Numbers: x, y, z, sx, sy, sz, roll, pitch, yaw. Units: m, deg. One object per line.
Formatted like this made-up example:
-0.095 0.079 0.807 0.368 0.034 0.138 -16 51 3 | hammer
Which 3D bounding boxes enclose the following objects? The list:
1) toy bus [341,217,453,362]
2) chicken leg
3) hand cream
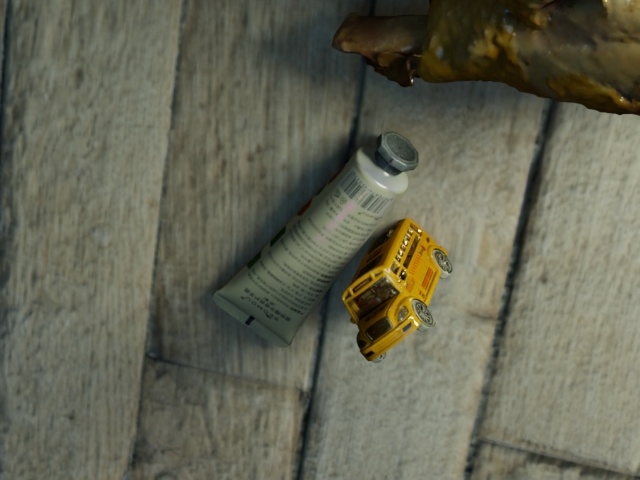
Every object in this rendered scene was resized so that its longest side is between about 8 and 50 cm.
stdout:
0.068 0.045 1.742 0.069 0.162 0.074 -37 101 26 | toy bus
0.181 -0.217 1.559 0.409 0.182 0.295 -2 154 31 | chicken leg
0.000 0.000 1.800 0.095 0.059 0.276 36 124 -9 | hand cream
